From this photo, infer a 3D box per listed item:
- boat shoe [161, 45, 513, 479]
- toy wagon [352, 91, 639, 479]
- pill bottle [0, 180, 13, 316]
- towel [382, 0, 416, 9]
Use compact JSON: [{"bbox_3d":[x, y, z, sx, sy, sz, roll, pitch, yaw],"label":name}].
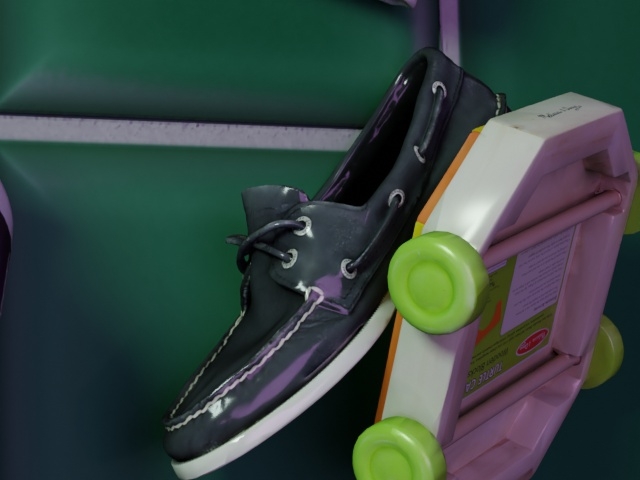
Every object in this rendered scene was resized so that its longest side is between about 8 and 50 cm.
[{"bbox_3d":[0.002,-0.001,0.974,0.340,0.127,0.113,-44,104,-24],"label":"boat shoe"},{"bbox_3d":[0.112,0.083,0.996,0.267,0.068,0.344,-21,128,-52],"label":"toy wagon"},{"bbox_3d":[-0.251,0.053,0.773,0.182,0.181,0.322,18,53,-24],"label":"pill bottle"},{"bbox_3d":[-0.022,-0.369,1.012,0.321,0.090,0.374,18,78,-27],"label":"towel"}]
